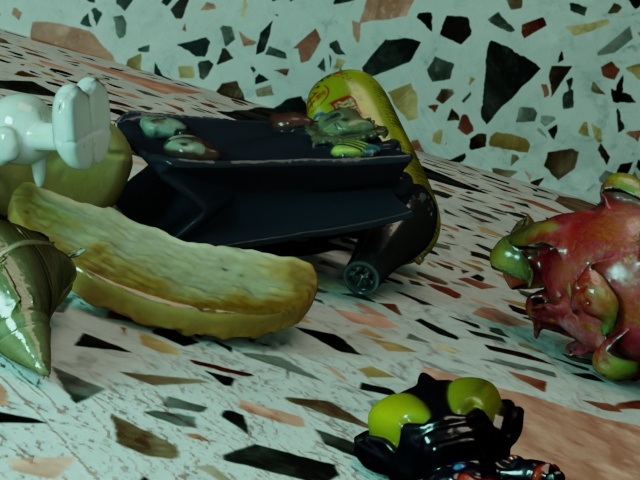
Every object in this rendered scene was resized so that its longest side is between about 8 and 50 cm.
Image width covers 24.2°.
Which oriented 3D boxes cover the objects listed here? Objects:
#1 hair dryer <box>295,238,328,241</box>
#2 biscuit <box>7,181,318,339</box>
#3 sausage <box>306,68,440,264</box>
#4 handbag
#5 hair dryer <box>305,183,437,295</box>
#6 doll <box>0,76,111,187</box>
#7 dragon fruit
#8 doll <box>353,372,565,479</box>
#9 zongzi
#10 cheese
[{"bbox_3d":[-0.061,-0.043,2.038,0.195,0.050,0.173,17,6,21],"label":"hair dryer"},{"bbox_3d":[-0.149,0.031,1.401,0.309,0.040,0.204,16,20,-10],"label":"biscuit"},{"bbox_3d":[0.070,-0.102,2.037,0.123,0.123,0.347,9,46,-38],"label":"sausage"},{"bbox_3d":[-0.070,-0.086,1.758,0.329,0.122,0.303,-6,16,-16],"label":"handbag"},{"bbox_3d":[0.000,0.000,1.851,0.272,0.091,0.235,-1,25,23],"label":"hair dryer"},{"bbox_3d":[-0.351,-0.109,1.399,0.271,0.144,0.208,5,15,35],"label":"doll"},{"bbox_3d":[0.345,0.055,1.751,0.227,0.243,0.307,-22,-5,-40],"label":"dragon fruit"},{"bbox_3d":[0.097,0.154,1.075,0.127,0.088,0.248,16,13,-6],"label":"doll"},{"bbox_3d":[-0.219,0.058,1.187,0.178,0.081,0.189,46,8,25],"label":"zongzi"},{"bbox_3d":[-0.326,-0.091,1.643,0.226,0.117,0.214,8,7,-23],"label":"cheese"}]
